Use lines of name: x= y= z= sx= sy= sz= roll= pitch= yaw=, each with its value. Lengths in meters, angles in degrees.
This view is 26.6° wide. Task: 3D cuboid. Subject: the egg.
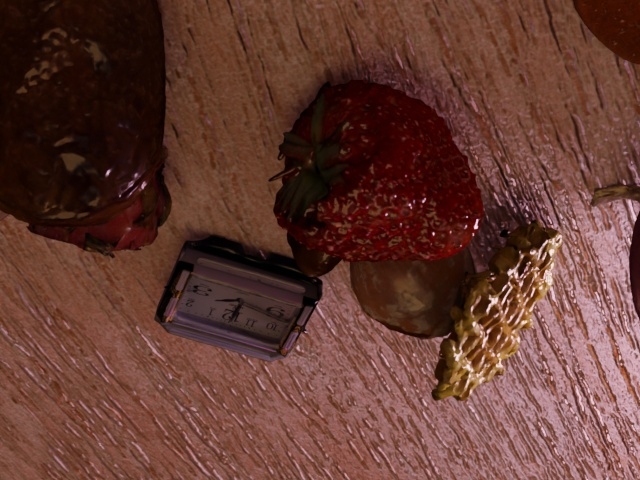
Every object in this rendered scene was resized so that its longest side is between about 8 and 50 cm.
egg: x=0.139 y=0.047 z=2.073 sx=0.195 sy=0.195 sz=0.233 roll=-19 pitch=134 yaw=24

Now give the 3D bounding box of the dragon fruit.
dragon fruit: x=-0.320 y=-0.071 z=1.990 sx=0.211 sy=0.282 sz=0.147 roll=4 pitch=101 yaw=-13

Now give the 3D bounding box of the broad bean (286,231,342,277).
broad bean: x=0.000 y=0.000 z=2.073 sx=0.084 sy=0.165 sz=0.114 roll=14 pitch=102 yaw=-14

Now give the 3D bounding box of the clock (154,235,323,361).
clock: x=-0.134 y=0.097 z=2.235 sx=0.253 sy=0.083 sz=0.186 roll=17 pitch=137 yaw=-11

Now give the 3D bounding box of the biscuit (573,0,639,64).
biscuit: x=0.433 y=-0.320 z=1.753 sx=0.186 sy=0.036 sz=0.192 roll=35 pitch=130 yaw=-31

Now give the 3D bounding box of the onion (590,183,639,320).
onion: x=0.591 y=-0.005 z=1.909 sx=0.358 sy=0.345 sz=0.358 roll=-10 pitch=143 yaw=-8

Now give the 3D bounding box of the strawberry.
strawberry: x=0.076 y=-0.084 z=1.910 sx=0.257 sy=0.261 sz=0.261 roll=14 pitch=139 yaw=-31

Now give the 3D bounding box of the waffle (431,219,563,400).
waffle: x=0.271 y=0.103 z=2.067 sx=0.068 sy=0.325 sz=0.302 roll=29 pitch=125 yaw=21

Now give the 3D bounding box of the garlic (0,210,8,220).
garlic: x=-0.552 y=-0.095 z=2.003 sx=0.256 sy=0.207 sz=0.207 roll=-30 pitch=127 yaw=30

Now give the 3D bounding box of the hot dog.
hot dog: x=-0.342 y=-0.212 z=1.804 sx=0.267 sy=0.174 sz=0.387 roll=0 pitch=97 yaw=-2
